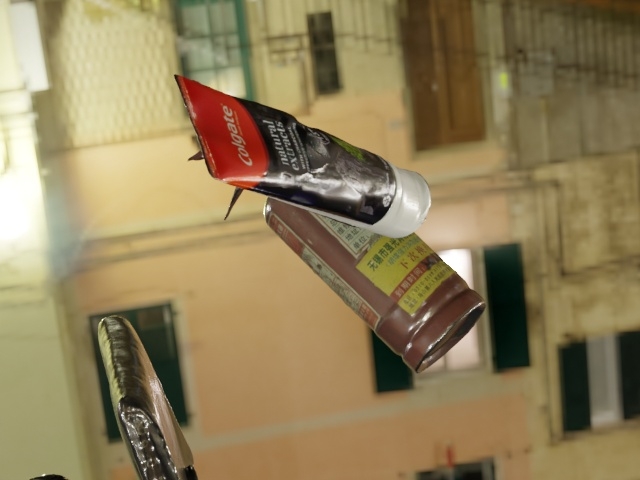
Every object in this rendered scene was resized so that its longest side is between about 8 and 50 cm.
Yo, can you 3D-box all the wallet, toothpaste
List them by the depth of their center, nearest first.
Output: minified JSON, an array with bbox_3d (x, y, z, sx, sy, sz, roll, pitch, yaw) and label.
[{"bbox_3d":[-0.008,-0.040,0.867,0.045,0.071,0.193,-37,146,26],"label":"toothpaste"},{"bbox_3d":[-0.153,0.190,1.398,0.051,0.197,0.377,-22,-169,-6],"label":"wallet"}]

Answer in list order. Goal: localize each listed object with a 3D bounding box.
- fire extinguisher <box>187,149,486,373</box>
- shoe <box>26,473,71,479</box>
[{"bbox_3d":[-0.001,-0.001,1.122,0.252,0.106,0.075,44,-164,13],"label":"fire extinguisher"},{"bbox_3d":[-0.253,0.299,1.366,0.074,0.194,0.077,1,-145,-31],"label":"shoe"}]
